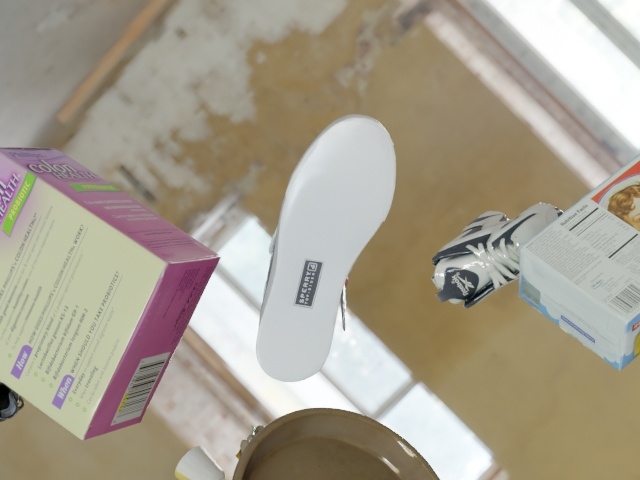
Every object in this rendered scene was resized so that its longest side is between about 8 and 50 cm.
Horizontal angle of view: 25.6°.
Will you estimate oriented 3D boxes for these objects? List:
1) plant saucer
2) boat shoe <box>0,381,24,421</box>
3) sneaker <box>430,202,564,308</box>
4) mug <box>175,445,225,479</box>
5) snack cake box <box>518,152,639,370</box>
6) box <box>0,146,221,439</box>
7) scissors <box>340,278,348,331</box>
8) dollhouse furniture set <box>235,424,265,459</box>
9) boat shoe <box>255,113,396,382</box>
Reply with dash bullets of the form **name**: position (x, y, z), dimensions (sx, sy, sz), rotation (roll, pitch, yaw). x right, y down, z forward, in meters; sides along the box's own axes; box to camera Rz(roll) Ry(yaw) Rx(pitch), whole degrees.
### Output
- **plant saucer**: position (0.026, 0.310, 1.509), dimensions (0.278, 0.278, 0.041), rotation (-44, 174, -44)
- **boat shoe**: position (-0.411, 0.195, 1.760), dimensions (0.080, 0.076, 0.228), rotation (-53, 167, 4)
- **sneaker**: position (0.220, 0.030, 1.773), dimensions (0.153, 0.094, 0.235), rotation (-40, -159, -19)
- **mug**: position (-0.182, 0.366, 2.175), dimensions (0.062, 0.064, 0.078), rotation (-32, 147, -40)
- **snack cake box**: position (0.362, 0.004, 1.559), dimensions (0.264, 0.152, 0.089), rotation (-35, 144, -23)
- **box**: position (-0.267, 0.051, 1.492), dimensions (0.214, 0.243, 0.117), rotation (-64, 160, 14)
- **scissors**: position (0.029, 0.054, 1.892), dimensions (0.297, 0.021, 0.109), rotation (-91, -171, -50)
- **dollhouse furniture set**: position (0.007, 0.420, 2.378), dimensions (0.197, 0.301, 0.151), rotation (-5, 103, -84)
- **boat shoe**: position (0.000, 0.000, 1.493), dimensions (0.102, 0.108, 0.301), rotation (-100, -157, -68)
